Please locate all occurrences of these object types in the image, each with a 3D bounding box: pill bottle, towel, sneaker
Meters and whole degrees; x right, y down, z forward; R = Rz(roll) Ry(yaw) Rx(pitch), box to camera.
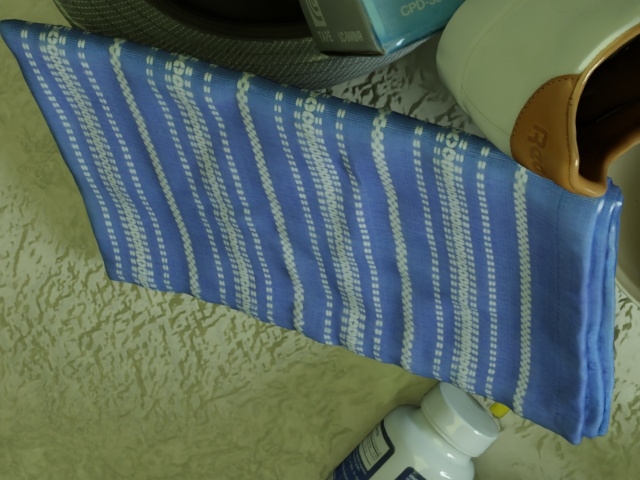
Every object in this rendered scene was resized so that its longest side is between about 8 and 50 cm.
[{"bbox_3d":[0.052,0.144,0.917,0.067,0.067,0.120,42,107,2],"label":"pill bottle"},{"bbox_3d":[0.000,0.000,0.810,0.336,0.243,0.040,17,61,19],"label":"towel"},{"bbox_3d":[0.197,-0.123,0.643,0.290,0.106,0.123,-40,48,7],"label":"sneaker"}]

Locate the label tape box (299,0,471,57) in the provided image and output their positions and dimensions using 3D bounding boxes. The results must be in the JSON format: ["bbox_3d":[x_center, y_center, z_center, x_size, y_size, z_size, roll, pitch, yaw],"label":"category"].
[{"bbox_3d":[0.060,-0.285,0.697,0.241,0.106,0.333,-24,103,-11],"label":"label tape box"}]

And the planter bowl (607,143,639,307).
[{"bbox_3d":[0.228,-0.036,0.819,0.162,0.109,0.162,3,102,12],"label":"planter bowl"}]

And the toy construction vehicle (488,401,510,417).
[{"bbox_3d":[0.102,0.048,0.907,0.098,0.035,0.086,44,106,10],"label":"toy construction vehicle"}]

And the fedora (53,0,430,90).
[{"bbox_3d":[-0.026,-0.207,0.829,0.275,0.124,0.243,-18,100,-1],"label":"fedora"}]
